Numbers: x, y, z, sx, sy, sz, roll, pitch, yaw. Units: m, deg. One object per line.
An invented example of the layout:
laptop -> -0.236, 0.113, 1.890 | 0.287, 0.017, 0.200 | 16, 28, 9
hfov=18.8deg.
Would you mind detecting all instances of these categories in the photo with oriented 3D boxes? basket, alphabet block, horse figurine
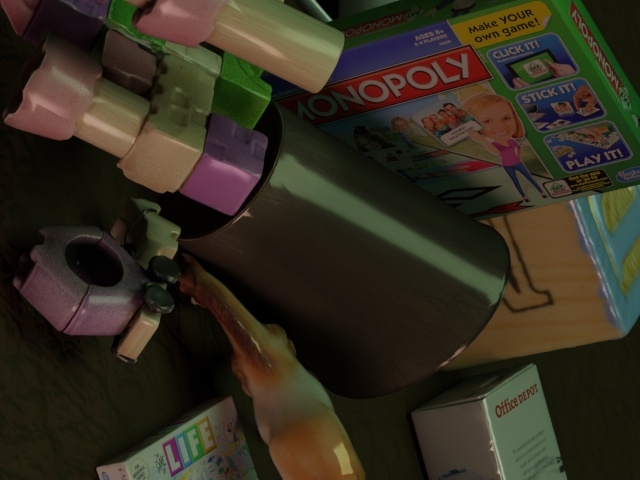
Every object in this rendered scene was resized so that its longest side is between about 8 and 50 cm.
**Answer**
basket -> 0.000, 0.000, 1.500 | 0.227, 0.204, 0.154 | 38, 41, -36
alphabet block -> 0.190, -0.012, 1.807 | 0.192, 0.197, 0.193 | -44, 117, -58
horse figurine -> -0.018, 0.141, 1.440 | 0.174, 0.066, 0.263 | 69, -6, -60

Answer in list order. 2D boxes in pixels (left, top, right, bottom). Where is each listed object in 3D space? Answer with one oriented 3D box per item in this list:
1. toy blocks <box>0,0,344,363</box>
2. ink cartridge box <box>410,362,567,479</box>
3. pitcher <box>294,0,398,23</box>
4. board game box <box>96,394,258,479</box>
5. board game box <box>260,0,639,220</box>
toy blocks -> -0.159, -0.146, 1.291 | 0.260, 0.309, 0.289 | 24, 37, -16
ink cartridge box -> 0.167, 0.224, 1.783 | 0.139, 0.082, 0.191 | -20, 95, -61
pitcher -> 0.048, -0.180, 1.730 | 0.177, 0.125, 0.207 | -5, 71, -40
board game box -> -0.096, 0.185, 1.398 | 0.154, 0.026, 0.103 | -28, 102, -60
board game box -> 0.085, -0.097, 1.536 | 0.213, 0.317, 0.046 | 50, 39, -38
